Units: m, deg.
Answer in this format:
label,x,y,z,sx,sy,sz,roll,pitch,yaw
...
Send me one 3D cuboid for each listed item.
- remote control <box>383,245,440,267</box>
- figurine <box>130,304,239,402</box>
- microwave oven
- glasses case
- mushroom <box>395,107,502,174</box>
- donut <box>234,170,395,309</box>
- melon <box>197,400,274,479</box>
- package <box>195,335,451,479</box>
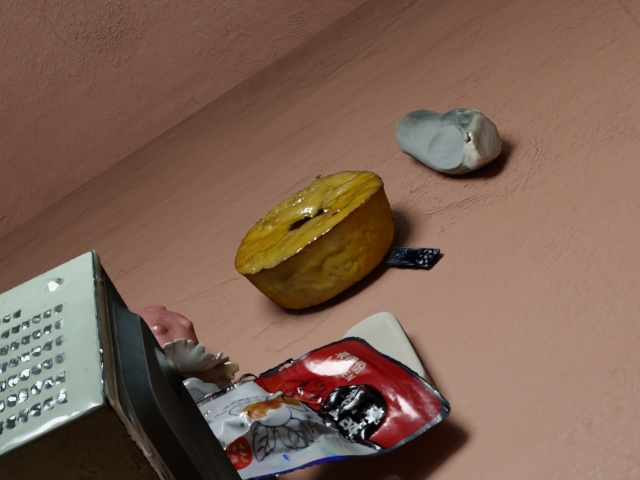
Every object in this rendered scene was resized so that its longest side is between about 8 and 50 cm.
label,x,y,z,sx,sy,sz,roll,pitch,yaw
remote control,0.131,0.025,1.300,0.039,0.014,0.096,-46,26,-26
figurine,-0.236,0.186,1.302,0.207,0.166,0.387,-4,10,-21
microwave oven,-0.203,0.260,0.673,0.333,0.394,0.247,-27,28,-6
glasses case,0.077,0.149,1.063,0.083,0.050,0.196,-29,22,3
mushroom,0.199,-0.172,1.520,0.109,0.097,0.351,-36,19,-7
donut,0.000,-0.001,1.399,0.278,0.108,0.277,-31,19,12
melon,-0.123,0.249,1.005,0.139,0.139,0.192,-36,33,-8
package,-0.026,0.184,0.938,0.269,0.071,0.194,-16,36,-27
